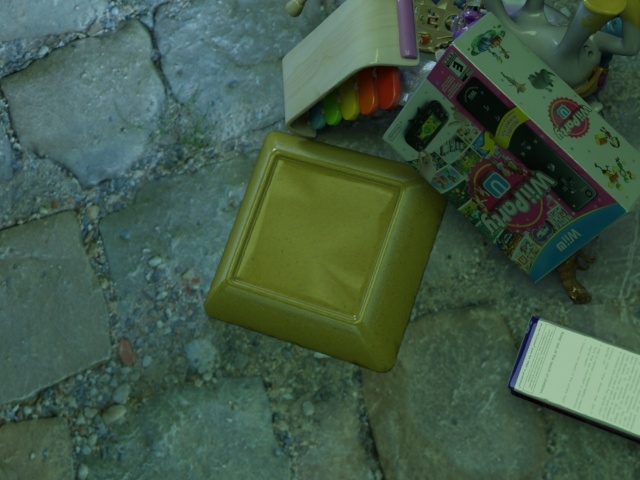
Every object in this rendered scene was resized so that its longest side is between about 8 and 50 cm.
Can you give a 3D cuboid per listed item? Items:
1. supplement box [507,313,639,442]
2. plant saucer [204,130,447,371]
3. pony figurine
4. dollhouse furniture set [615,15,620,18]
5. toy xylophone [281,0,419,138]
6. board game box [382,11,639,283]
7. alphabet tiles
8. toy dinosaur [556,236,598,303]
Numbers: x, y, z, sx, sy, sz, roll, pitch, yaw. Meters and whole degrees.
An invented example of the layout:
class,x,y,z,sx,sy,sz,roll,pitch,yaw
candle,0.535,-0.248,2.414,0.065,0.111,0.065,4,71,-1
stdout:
class,x,y,z,sx,sy,sz,roll,pitch,yaw
supplement box,0.383,0.198,1.306,0.220,0.111,0.114,18,81,19
plant saucer,0.000,0.000,1.479,0.332,0.081,0.333,16,81,18
pony figurine,0.296,-0.282,1.346,0.351,0.363,0.303,34,70,27
dollhouse furniture set,0.521,-0.319,1.393,0.151,0.144,0.123,-6,70,-25
toy xylophone,0.028,-0.293,1.444,0.081,0.322,0.236,5,81,-30
board game box,0.259,-0.117,1.267,0.303,0.224,0.097,44,56,4
alphabet tiles,0.204,-0.424,1.577,0.198,0.009,0.237,17,81,18
toy dinosaur,0.343,-0.006,1.398,0.112,0.064,0.212,-36,69,5
